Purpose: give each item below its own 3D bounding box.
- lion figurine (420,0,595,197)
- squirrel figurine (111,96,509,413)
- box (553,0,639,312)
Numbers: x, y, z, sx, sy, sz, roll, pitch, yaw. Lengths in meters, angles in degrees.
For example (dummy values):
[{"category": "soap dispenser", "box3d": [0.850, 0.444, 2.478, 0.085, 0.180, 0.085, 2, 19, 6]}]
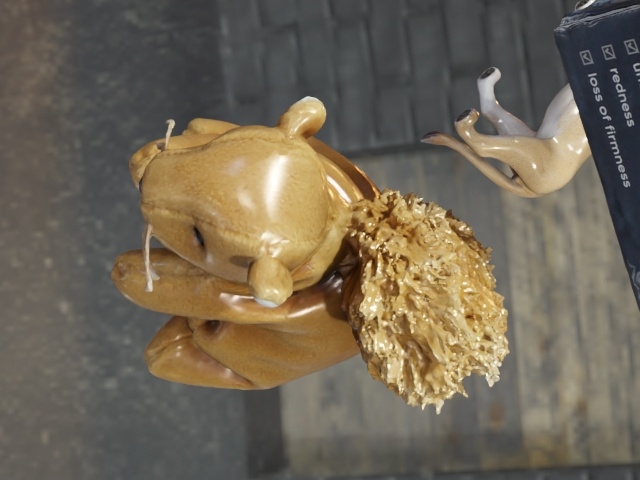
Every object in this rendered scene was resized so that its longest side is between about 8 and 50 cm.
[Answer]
[{"category": "lion figurine", "box3d": [0.353, -0.165, 2.375, 0.240, 0.392, 0.142, 54, 6, -20]}, {"category": "squirrel figurine", "box3d": [0.000, 0.000, 1.658, 0.370, 0.397, 0.281, 91, 15, -75]}, {"category": "box", "box3d": [0.523, -0.045, 1.558, 0.297, 0.472, 0.480, -23, 99, -31]}]
